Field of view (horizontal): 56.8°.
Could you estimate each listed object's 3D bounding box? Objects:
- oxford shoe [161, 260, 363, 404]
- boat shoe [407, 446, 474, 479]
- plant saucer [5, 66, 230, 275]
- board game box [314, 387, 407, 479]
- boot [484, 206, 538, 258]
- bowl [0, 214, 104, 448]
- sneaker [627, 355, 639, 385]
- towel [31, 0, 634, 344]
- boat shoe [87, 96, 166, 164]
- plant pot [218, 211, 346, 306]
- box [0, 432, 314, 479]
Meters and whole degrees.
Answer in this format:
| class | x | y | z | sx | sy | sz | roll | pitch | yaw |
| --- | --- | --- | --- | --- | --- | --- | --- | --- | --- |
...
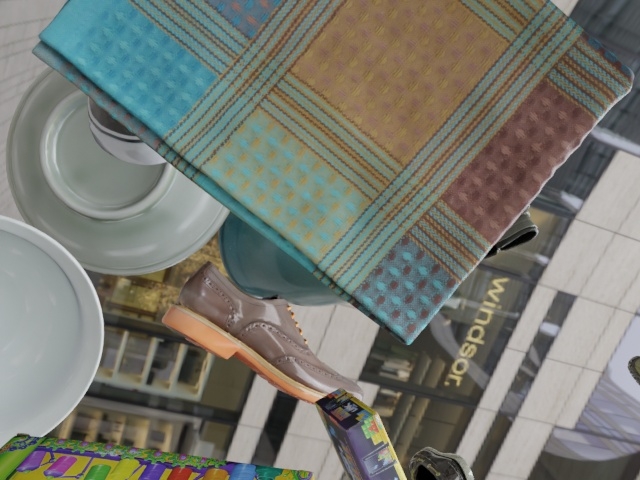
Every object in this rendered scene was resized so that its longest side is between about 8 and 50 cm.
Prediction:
| class | x | y | z | sx | sy | sz | roll | pitch | yaw |
| --- | --- | --- | --- | --- | --- | --- | --- | --- | --- |
| oxford shoe | -0.062 | 0.164 | 0.949 | 0.132 | 0.364 | 0.130 | -62 | -160 | -16 |
| boat shoe | 0.220 | 0.465 | 1.184 | 0.081 | 0.069 | 0.227 | 67 | -21 | 12 |
| plant saucer | -0.332 | -0.140 | 0.964 | 0.100 | 0.401 | 0.400 | -10 | 116 | -88 |
| board game box | 0.062 | 0.291 | 0.770 | 0.170 | 0.048 | 0.141 | 66 | -15 | -5 |
| boot | 0.312 | -0.070 | 0.921 | 0.247 | 0.083 | 0.161 | -33 | -132 | 33 |
| bowl | -0.418 | 0.099 | 0.694 | 0.134 | 0.298 | 0.297 | 25 | -81 | 59 |
| sneaker | 0.716 | 0.263 | 0.952 | 0.182 | 0.411 | 0.158 | -65 | 164 | 2 |
| towel | 0.004 | -0.135 | 0.439 | 0.271 | 0.370 | 0.040 | -51 | 179 | 5 |
| boat shoe | -0.264 | -0.222 | 0.784 | 0.335 | 0.121 | 0.119 | 53 | -28 | 41 |
| plant pot | 0.000 | 0.000 | 1.068 | 0.255 | 0.272 | 0.271 | 12 | -94 | 46 |
| box | -0.171 | 0.309 | 0.428 | 0.279 | 0.290 | 0.176 | -57 | 150 | -70 |
